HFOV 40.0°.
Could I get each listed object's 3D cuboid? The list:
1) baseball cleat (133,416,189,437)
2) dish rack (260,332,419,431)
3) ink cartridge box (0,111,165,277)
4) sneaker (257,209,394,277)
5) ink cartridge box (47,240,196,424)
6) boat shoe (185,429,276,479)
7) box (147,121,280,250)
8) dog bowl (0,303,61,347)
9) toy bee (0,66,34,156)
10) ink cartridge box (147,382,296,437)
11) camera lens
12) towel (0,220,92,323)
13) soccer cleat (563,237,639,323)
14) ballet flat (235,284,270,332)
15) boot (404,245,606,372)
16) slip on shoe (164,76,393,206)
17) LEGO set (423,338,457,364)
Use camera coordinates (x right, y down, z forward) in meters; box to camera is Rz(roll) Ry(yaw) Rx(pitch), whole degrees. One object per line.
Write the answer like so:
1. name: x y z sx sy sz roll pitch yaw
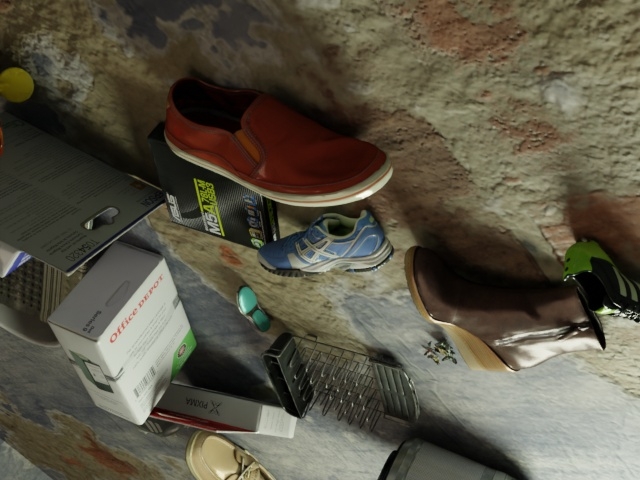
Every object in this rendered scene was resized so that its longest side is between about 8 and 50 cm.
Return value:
1. baseball cleat: -0.410 0.427 2.144 0.206 0.072 0.109 -14 120 42
2. dish rack: 0.042 0.266 1.582 0.272 0.074 0.208 12 143 25
3. ink cartridge box: -0.439 -0.062 1.316 0.330 0.324 0.071 28 117 6
4. sneaker: 0.000 0.000 1.272 0.211 0.080 0.081 -8 123 25
5. ink cartridge box: -0.362 0.174 1.654 0.122 0.211 0.289 18 143 22
6. boat shoe: -0.193 0.555 2.109 0.110 0.121 0.341 -4 143 35
7. box: -0.156 -0.076 1.319 0.184 0.045 0.190 17 143 16
8. dog bowl: -0.639 0.095 1.863 0.349 0.102 0.348 21 146 15
9. toy bee: -0.555 -0.241 1.312 0.298 0.195 0.162 23 122 29
10. ink cartridge box: -0.238 0.341 1.797 0.296 0.066 0.261 5 169 33
11. camera lens: 0.236 0.503 1.606 0.274 0.219 0.219 20 145 17
12. towel: -0.556 -0.007 1.626 0.312 0.056 0.324 21 120 10
13. soccer cleat: 0.368 0.072 1.079 0.179 0.072 0.060 36 146 -8
14. ballet flat: -0.128 0.119 1.556 0.041 0.041 0.114 3 137 35
15. boot: 0.251 0.079 1.197 0.207 0.090 0.248 -18 123 34
16. slip on shoe: -0.065 -0.130 1.121 0.331 0.123 0.101 21 141 23
17. LEGO set: 0.193 0.174 1.399 0.054 0.023 0.083 44 158 -15
